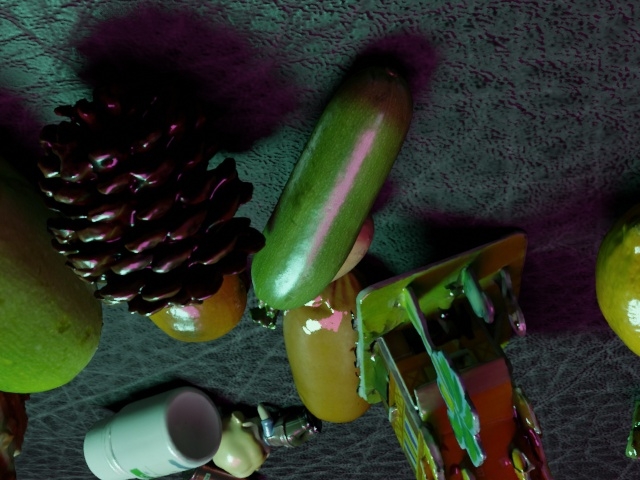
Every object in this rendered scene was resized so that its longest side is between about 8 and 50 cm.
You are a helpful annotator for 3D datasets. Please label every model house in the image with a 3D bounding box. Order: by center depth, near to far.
[{"bbox_3d":[0.210,0.208,1.501,0.242,0.313,0.358,-21,150,-11],"label":"model house"}]

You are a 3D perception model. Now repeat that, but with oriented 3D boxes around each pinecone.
[{"bbox_3d":[-0.189,-0.043,1.281,0.224,0.224,0.273,-11,121,28],"label":"pinecone"}]

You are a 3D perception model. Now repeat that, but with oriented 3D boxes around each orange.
[{"bbox_3d":[-0.171,0.078,1.604,0.169,0.112,0.160,8,152,-27],"label":"orange"}]

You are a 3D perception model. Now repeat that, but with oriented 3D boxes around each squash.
[{"bbox_3d":[0.002,-0.032,1.291,0.101,0.101,0.379,16,131,-17],"label":"squash"},{"bbox_3d":[-0.398,0.055,1.459,0.233,0.210,0.309,-35,147,1],"label":"squash"}]

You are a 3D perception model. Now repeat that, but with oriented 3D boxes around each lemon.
[{"bbox_3d":[0.405,0.047,1.350,0.188,0.188,0.257,-10,148,26],"label":"lemon"}]

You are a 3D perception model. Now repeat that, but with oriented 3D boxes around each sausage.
[{"bbox_3d":[0.015,0.141,1.671,0.134,0.116,0.354,14,149,16],"label":"sausage"}]

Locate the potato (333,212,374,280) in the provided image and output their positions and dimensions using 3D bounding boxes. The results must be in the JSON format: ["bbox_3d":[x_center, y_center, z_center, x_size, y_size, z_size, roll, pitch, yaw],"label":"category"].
[{"bbox_3d":[0.002,0.000,1.433,0.112,0.112,0.147,26,138,-31],"label":"potato"}]

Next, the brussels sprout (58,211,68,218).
[{"bbox_3d":[-0.300,-0.017,1.510,0.083,0.051,0.046,-3,117,14],"label":"brussels sprout"}]

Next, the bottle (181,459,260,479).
[{"bbox_3d":[-0.189,0.465,2.333,0.164,0.060,0.060,26,145,-31],"label":"bottle"}]

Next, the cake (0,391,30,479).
[{"bbox_3d":[-0.564,0.206,1.662,0.269,0.320,0.269,-2,137,0],"label":"cake"}]

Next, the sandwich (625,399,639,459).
[{"bbox_3d":[0.553,0.298,1.860,0.184,0.109,0.160,6,170,-4],"label":"sandwich"}]

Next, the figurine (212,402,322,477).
[{"bbox_3d":[-0.099,0.332,2.057,0.196,0.108,0.114,-25,151,16],"label":"figurine"}]

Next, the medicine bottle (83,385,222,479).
[{"bbox_3d":[-0.290,0.339,2.044,0.236,0.139,0.139,-24,139,39],"label":"medicine bottle"}]
